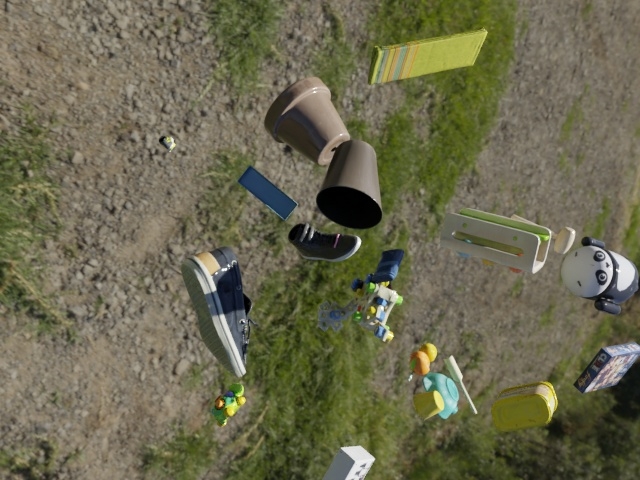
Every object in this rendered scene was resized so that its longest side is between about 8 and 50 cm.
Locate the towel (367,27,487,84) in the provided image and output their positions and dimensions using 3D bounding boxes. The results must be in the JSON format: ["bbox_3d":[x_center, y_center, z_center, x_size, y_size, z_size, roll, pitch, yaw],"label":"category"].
[{"bbox_3d":[0.210,-0.368,1.236,0.237,0.021,0.102,-14,158,-12],"label":"towel"}]

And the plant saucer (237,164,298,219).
[{"bbox_3d":[-0.162,-0.147,1.905,0.067,0.192,0.018,-51,-179,7],"label":"plant saucer"}]

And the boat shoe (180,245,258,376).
[{"bbox_3d":[-0.279,0.223,1.849,0.156,0.187,0.500,-34,135,-29],"label":"boat shoe"}]

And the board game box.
[{"bbox_3d":[0.954,0.418,2.040,0.243,0.042,0.165,2,123,-40],"label":"board game box"}]

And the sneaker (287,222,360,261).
[{"bbox_3d":[0.000,0.000,2.266,0.147,0.296,0.104,41,58,-39],"label":"sneaker"}]

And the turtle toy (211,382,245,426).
[{"bbox_3d":[-0.256,0.454,1.726,0.130,0.066,0.095,-41,170,-46],"label":"turtle toy"}]

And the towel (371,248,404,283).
[{"bbox_3d":[0.184,0.067,1.666,0.029,0.067,0.119,59,37,-25],"label":"towel"}]

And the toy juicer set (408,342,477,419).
[{"bbox_3d":[0.328,0.403,1.761,0.329,0.089,0.209,22,45,-54],"label":"toy juicer set"}]

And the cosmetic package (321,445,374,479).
[{"bbox_3d":[0.038,0.635,1.551,0.099,0.060,0.239,21,100,-51],"label":"cosmetic package"}]

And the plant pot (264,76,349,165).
[{"bbox_3d":[-0.024,-0.387,2.109,0.263,0.229,0.263,-37,163,-14],"label":"plant pot"}]

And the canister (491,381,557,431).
[{"bbox_3d":[0.438,0.356,1.327,0.170,0.126,0.073,12,63,-67],"label":"canister"}]

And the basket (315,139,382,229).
[{"bbox_3d":[0.092,-0.175,1.806,0.204,0.154,0.227,27,46,-22],"label":"basket"}]

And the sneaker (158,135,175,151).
[{"bbox_3d":[-0.382,-0.247,1.521,0.031,0.083,0.035,-48,126,-3],"label":"sneaker"}]

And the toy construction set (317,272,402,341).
[{"bbox_3d":[0.133,0.216,1.966,0.151,0.328,0.215,30,68,-29],"label":"toy construction set"}]

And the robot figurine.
[{"bbox_3d":[0.902,0.112,1.982,0.278,0.209,0.173,14,113,-34],"label":"robot figurine"}]

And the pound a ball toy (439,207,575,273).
[{"bbox_3d":[0.529,0.006,1.757,0.208,0.319,0.136,-17,119,-54],"label":"pound a ball toy"}]
